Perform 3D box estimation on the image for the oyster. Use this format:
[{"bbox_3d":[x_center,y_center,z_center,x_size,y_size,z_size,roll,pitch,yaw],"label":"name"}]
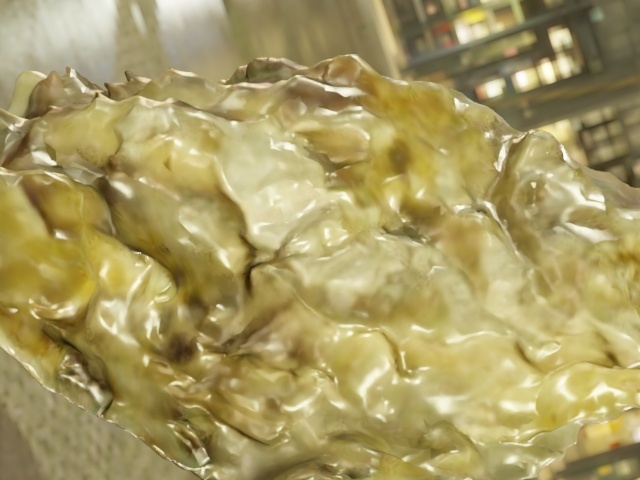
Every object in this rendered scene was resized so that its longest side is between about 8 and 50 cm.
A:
[{"bbox_3d":[0.000,-0.001,0.687,0.238,0.351,0.115,-84,-175,-57],"label":"oyster"}]
